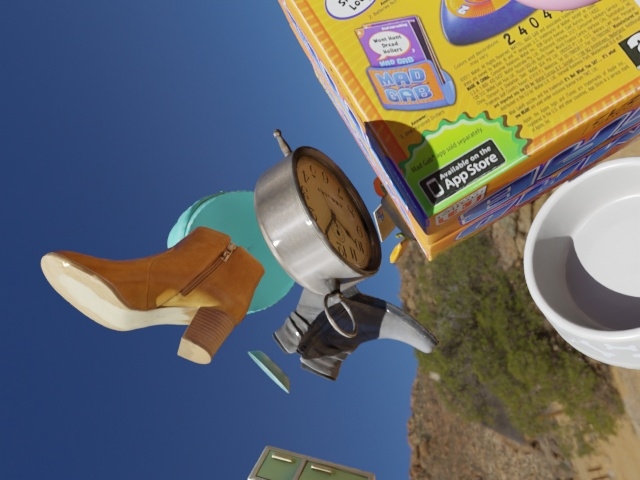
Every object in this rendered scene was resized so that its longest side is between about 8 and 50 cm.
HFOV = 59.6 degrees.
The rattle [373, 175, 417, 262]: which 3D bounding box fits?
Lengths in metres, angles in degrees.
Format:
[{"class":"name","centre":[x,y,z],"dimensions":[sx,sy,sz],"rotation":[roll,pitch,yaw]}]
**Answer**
[{"class":"rattle","centre":[0.173,-0.060,1.450],"dimensions":[0.199,0.142,0.130],"rotation":[37,-130,-14]}]

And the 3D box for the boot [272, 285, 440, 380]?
[{"class":"boot","centre":[0.078,0.224,1.264],"dimensions":[0.223,0.338,0.118],"rotation":[-61,-16,-4]}]

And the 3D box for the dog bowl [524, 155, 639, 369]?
[{"class":"dog bowl","centre":[0.490,0.022,0.898],"dimensions":[0.102,0.348,0.349],"rotation":[26,-137,-36]}]

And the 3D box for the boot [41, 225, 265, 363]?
[{"class":"boot","centre":[-0.246,0.046,0.874],"dimensions":[0.294,0.104,0.211],"rotation":[29,-135,-6]}]

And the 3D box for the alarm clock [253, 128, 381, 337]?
[{"class":"alarm clock","centre":[0.000,0.000,0.488],"dimensions":[0.129,0.064,0.192],"rotation":[34,-148,-44]}]

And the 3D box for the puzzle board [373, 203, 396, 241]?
[{"class":"puzzle board","centre":[0.188,-0.069,1.569],"dimensions":[0.096,0.011,0.128],"rotation":[-46,-38,-21]}]

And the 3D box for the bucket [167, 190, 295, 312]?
[{"class":"bucket","centre":[-0.178,0.028,1.162],"dimensions":[0.183,0.281,0.282],"rotation":[-15,96,68]}]

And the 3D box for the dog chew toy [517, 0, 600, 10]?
[{"class":"dog chew toy","centre":[0.233,-0.264,0.330],"dimensions":[0.207,0.331,0.207],"rotation":[56,-173,-10]}]

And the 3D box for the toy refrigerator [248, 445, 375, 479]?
[{"class":"toy refrigerator","centre":[-0.018,0.555,1.255],"dimensions":[0.102,0.269,0.094],"rotation":[-52,-38,-53]}]

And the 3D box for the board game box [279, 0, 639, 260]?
[{"class":"board game box","centre":[0.191,-0.232,0.676],"dimensions":[0.357,0.356,0.356],"rotation":[60,-174,13]}]

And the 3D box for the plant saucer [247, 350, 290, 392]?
[{"class":"plant saucer","centre":[-0.100,0.264,1.148],"dimensions":[0.119,0.021,0.119],"rotation":[40,163,15]}]
